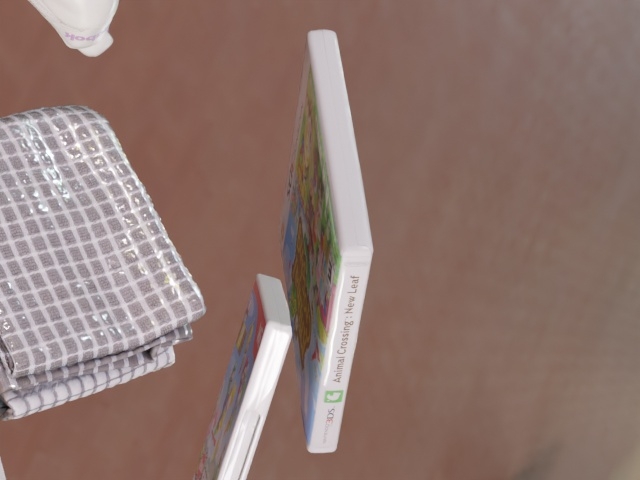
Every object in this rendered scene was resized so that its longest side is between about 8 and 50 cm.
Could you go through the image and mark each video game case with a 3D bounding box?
[{"bbox_3d":[-0.082,0.183,1.648,0.204,0.025,0.285,-113,-140,-79],"label":"video game case"},{"bbox_3d":[0.000,0.000,1.276,0.212,0.023,0.193,-99,-167,-44],"label":"video game case"}]

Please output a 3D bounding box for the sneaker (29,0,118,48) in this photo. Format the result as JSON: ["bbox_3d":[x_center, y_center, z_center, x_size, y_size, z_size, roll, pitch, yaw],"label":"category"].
[{"bbox_3d":[-0.255,-0.287,1.599,0.114,0.305,0.152,-19,149,-21],"label":"sneaker"}]

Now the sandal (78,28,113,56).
[{"bbox_3d":[-0.329,-0.388,2.036,0.102,0.416,0.169,-33,-162,-4],"label":"sandal"}]

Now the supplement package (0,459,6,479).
[{"bbox_3d":[-0.386,0.264,1.590,0.244,0.139,0.133,-40,132,-42],"label":"supplement package"}]

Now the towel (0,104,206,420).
[{"bbox_3d":[-0.263,0.010,1.820,0.235,0.283,0.121,-15,159,-44],"label":"towel"}]
